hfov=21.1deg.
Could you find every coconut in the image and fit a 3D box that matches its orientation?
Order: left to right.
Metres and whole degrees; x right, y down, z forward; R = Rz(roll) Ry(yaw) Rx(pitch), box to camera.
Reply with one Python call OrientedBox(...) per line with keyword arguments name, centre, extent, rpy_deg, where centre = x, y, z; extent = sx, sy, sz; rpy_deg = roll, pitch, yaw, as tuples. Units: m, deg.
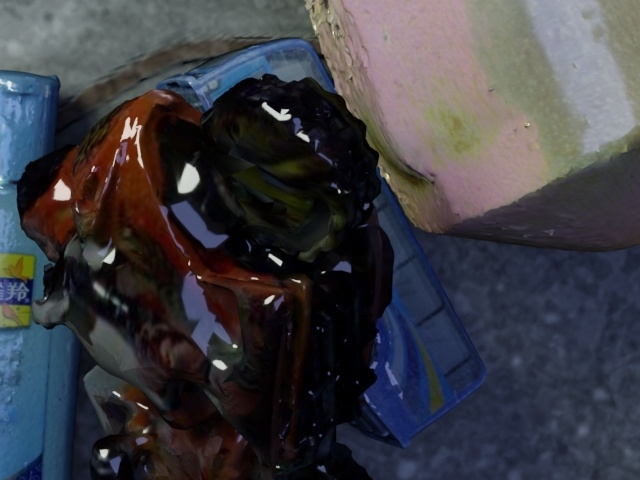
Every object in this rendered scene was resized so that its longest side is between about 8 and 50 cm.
OrientedBox(name="coconut", centre=(0.113, -0.109, 0.889), extent=(0.233, 0.233, 0.245), rpy_deg=(-25, 97, -9))

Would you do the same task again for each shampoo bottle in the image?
OrientedBox(name="shampoo bottle", centre=(-0.176, 0.039, 0.915), extent=(0.103, 0.061, 0.258), rpy_deg=(4, 95, -17))

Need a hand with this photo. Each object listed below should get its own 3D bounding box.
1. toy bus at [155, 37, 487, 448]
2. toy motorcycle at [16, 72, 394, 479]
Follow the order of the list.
OrientedBox(name="toy bus", centre=(0.000, -0.001, 0.948), extent=(0.094, 0.079, 0.236), rpy_deg=(-33, 103, -24))
OrientedBox(name="toy motorcycle", centre=(-0.062, 0.079, 0.873), extent=(0.134, 0.207, 0.401), rpy_deg=(-44, 143, -41))
